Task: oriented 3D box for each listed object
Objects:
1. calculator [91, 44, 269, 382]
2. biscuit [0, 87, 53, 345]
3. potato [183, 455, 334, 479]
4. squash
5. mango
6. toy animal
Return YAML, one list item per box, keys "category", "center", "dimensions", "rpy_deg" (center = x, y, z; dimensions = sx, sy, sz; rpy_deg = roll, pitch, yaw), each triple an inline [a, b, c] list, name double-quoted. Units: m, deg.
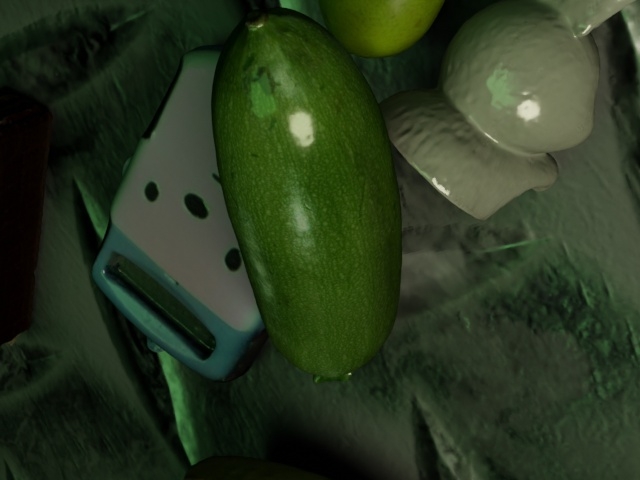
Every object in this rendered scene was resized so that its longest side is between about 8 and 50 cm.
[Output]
- category: "calculator"
  center: [-0.083, -0.015, 0.967]
  dimensions: [0.173, 0.051, 0.293]
  rpy_deg: [39, 126, 12]
- category: "biscuit"
  center: [-0.298, -0.004, 1.076]
  dimensions: [0.070, 0.106, 0.252]
  rpy_deg: [25, 123, 20]
- category: "potato"
  center: [0.034, 0.298, 0.991]
  dimensions: [0.255, 0.112, 0.269]
  rpy_deg: [8, 117, 26]
- category: "squash"
  center: [0.000, 0.000, 0.798]
  dimensions: [0.107, 0.107, 0.395]
  rpy_deg: [29, 156, 20]
- category: "mango"
  center: [0.044, -0.196, 0.772]
  dimensions: [0.117, 0.089, 0.163]
  rpy_deg: [13, 112, 56]
- category: "toy animal"
  center: [0.142, -0.123, 0.765]
  dimensions: [0.220, 0.131, 0.103]
  rpy_deg: [-50, 44, 12]
